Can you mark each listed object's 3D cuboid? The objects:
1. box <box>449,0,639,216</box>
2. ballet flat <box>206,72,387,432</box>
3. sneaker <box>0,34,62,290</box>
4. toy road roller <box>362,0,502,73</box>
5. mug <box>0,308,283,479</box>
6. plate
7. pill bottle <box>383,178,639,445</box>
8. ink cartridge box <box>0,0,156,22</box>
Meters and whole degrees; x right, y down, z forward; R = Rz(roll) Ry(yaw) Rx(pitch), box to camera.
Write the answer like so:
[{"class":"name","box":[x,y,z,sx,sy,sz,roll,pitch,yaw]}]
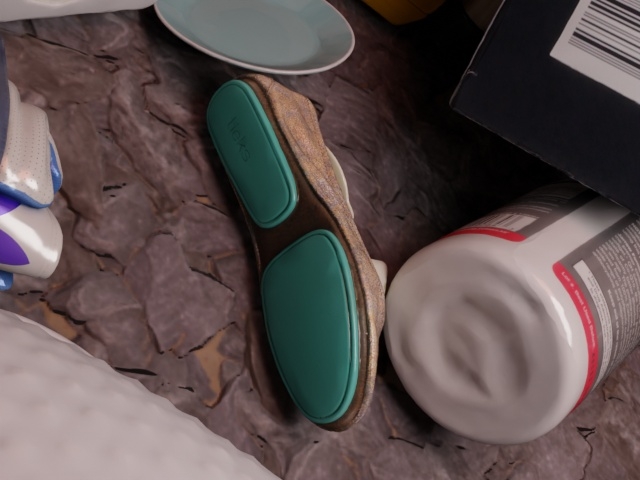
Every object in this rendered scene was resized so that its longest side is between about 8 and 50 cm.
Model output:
[{"class":"box","box":[0.344,-0.197,0.885,0.212,0.293,0.395,35,19,25]},{"class":"ballet flat","box":[0.000,0.000,0.770,0.106,0.108,0.316,6,62,-50]},{"class":"sneaker","box":[-0.255,-0.043,0.513,0.236,0.130,0.323,33,18,-10]},{"class":"toy road roller","box":[0.144,-0.363,1.026,0.330,0.202,0.240,30,38,-27]},{"class":"mug","box":[-0.187,0.145,0.457,0.328,0.276,0.374,34,18,-2]},{"class":"plate","box":[-0.061,-0.197,0.850,0.188,0.024,0.188,12,38,-10]},{"class":"pill bottle","box":[0.213,0.043,0.844,0.319,0.176,0.176,-23,81,-48]},{"class":"ink cartridge box","box":[-0.253,-0.336,0.720,0.226,0.131,0.306,-21,77,-42]}]
